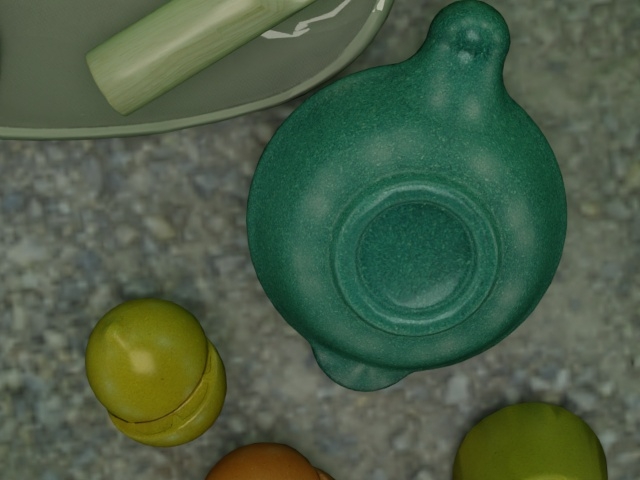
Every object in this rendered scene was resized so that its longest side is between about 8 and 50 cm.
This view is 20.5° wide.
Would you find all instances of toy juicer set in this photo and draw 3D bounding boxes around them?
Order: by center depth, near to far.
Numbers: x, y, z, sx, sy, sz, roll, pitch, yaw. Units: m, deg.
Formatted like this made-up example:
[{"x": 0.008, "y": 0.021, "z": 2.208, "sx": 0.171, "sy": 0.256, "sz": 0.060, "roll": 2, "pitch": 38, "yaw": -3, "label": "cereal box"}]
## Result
[{"x": 0.000, "y": 0.000, "z": 0.734, "sx": 0.209, "sy": 0.089, "sz": 0.329, "roll": -11, "pitch": 108, "yaw": 2, "label": "toy juicer set"}]

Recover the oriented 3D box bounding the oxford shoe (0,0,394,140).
[{"x": -0.187, "y": -0.134, "z": 0.696, "sx": 0.449, "sy": 0.130, "sz": 0.169, "roll": 10, "pitch": 91, "yaw": -6, "label": "oxford shoe"}]
